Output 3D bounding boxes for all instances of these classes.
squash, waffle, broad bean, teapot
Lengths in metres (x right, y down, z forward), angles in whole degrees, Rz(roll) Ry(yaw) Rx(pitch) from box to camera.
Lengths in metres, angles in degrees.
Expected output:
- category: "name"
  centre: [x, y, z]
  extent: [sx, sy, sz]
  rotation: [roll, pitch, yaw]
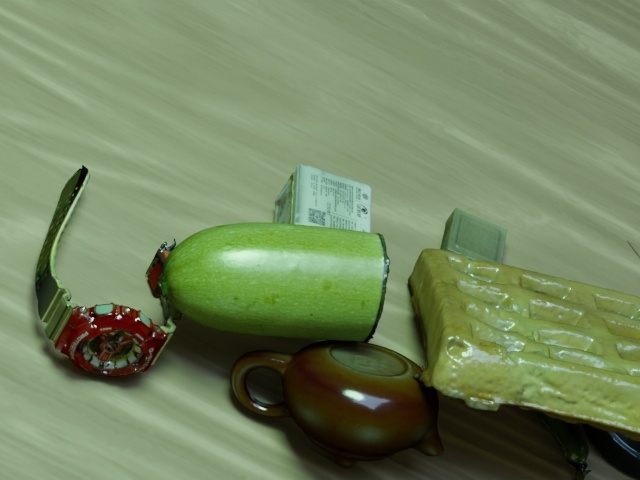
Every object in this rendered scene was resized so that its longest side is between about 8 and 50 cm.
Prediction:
- category: "squash"
  centre: [-0.058, 0.041, 1.646]
  extent: [0.247, 0.132, 0.132]
  rotation: [6, 51, -16]
- category: "waffle"
  centre: [0.255, 0.117, 1.740]
  extent: [0.304, 0.077, 0.348]
  rotation: [15, 18, -6]
- category: "broad bean"
  centre: [0.257, 0.197, 1.816]
  extent: [0.069, 0.039, 0.227]
  rotation: [-29, 70, -33]
- category: "teapot"
  centre: [0.020, 0.188, 1.659]
  extent: [0.252, 0.135, 0.178]
  rotation: [12, 11, 3]

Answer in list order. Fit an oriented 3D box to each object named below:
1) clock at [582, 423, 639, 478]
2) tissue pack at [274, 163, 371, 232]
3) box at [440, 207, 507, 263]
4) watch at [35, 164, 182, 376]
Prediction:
- category: "clock"
  centre: [0.410, 0.221, 1.868]
  extent: [0.185, 0.040, 0.184]
  rotation: [14, 47, -15]
- category: "tissue pack"
  centre: [0.000, 0.001, 1.809]
  extent: [0.106, 0.099, 0.148]
  rotation: [17, 48, -15]
- category: "box"
  centre: [0.200, 0.009, 1.944]
  extent: [0.079, 0.035, 0.083]
  rotation: [23, 48, -7]
- category: "watch"
  centre: [-0.235, 0.034, 1.686]
  extent: [0.165, 0.102, 0.268]
  rotation: [23, 38, -16]
